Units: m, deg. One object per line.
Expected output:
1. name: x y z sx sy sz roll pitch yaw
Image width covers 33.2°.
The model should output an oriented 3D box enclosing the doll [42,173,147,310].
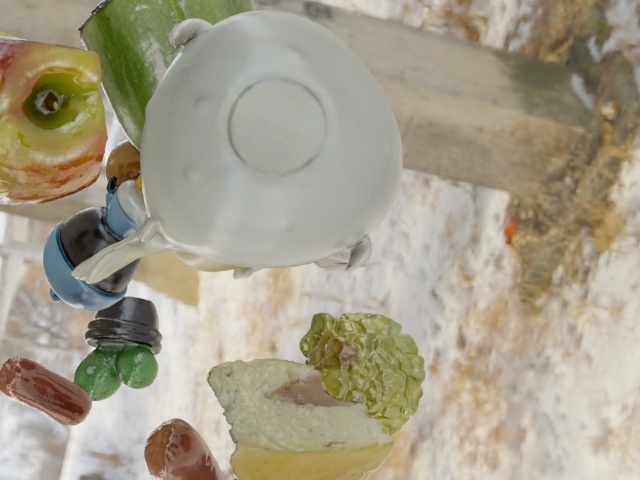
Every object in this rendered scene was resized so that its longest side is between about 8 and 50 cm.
1. doll: -0.378 0.011 1.893 0.314 0.177 0.141 -40 -12 23

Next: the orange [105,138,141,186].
1. orange: -0.317 -0.133 1.964 0.156 0.156 0.124 142 121 -75

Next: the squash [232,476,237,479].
1. squash: -0.133 0.497 1.797 0.118 0.118 0.370 115 177 -52

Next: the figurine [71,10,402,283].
1. figurine: -0.092 -0.036 0.921 0.226 0.275 0.394 59 165 1

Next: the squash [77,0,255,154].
1. squash: -0.203 -0.253 1.778 0.308 0.310 0.310 67 162 10

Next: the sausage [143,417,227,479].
1. sausage: -0.231 0.399 1.856 0.259 0.114 0.113 71 -162 -48

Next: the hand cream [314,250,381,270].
1. hand cream: 0.000 0.000 1.999 0.133 0.248 0.083 -5 62 33

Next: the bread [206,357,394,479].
1. bread: -0.060 0.283 1.445 0.183 0.224 0.211 61 140 39

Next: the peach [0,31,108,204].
1. peach: -0.474 -0.176 1.483 0.380 0.306 0.242 25 112 57

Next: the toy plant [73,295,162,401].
1. toy plant: -0.460 0.251 2.454 0.218 0.175 0.235 -7 66 32

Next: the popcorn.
1. popcorn: 0.056 0.226 1.749 0.181 0.217 0.235 110 -175 -65

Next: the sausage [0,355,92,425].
1. sausage: -0.484 0.268 1.893 0.077 0.194 0.077 -28 41 28
